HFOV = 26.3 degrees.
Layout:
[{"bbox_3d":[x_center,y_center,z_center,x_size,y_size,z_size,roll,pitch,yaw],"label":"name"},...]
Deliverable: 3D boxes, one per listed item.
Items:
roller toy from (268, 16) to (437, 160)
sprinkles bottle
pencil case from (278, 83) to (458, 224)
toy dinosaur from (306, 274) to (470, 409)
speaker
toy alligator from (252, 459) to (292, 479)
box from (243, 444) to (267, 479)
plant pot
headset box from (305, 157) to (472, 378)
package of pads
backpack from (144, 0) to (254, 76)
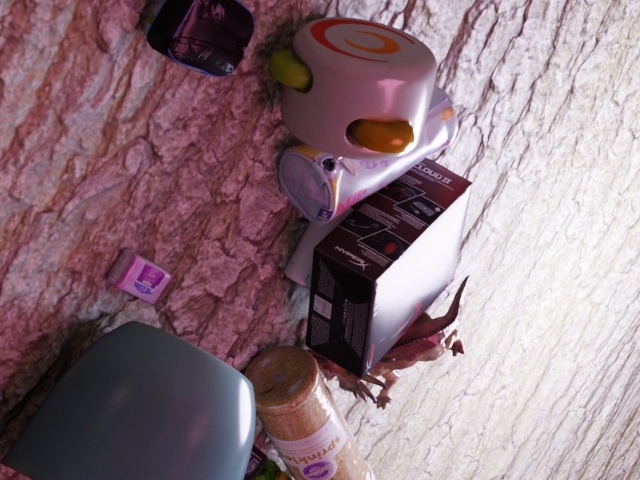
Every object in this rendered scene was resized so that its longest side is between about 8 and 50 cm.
[{"bbox_3d":[0.049,-0.191,1.776,0.191,0.209,0.146,-40,147,-56],"label":"roller toy"},{"bbox_3d":[-0.011,0.311,2.126,0.121,0.121,0.355,-44,138,-19],"label":"sprinkles bottle"},{"bbox_3d":[0.069,-0.130,1.914,0.273,0.113,0.124,-31,159,-33],"label":"pencil case"},{"bbox_3d":[0.124,0.163,2.127,0.295,0.127,0.200,-31,166,5],"label":"toy dinosaur"},{"bbox_3d":[0.000,0.000,1.983,0.055,0.055,0.136,19,100,-54],"label":"speaker"},{"bbox_3d":[-0.071,0.391,2.202,0.190,0.056,0.051,58,26,-59],"label":"toy alligator"},{"bbox_3d":[-0.214,0.341,1.980,0.216,0.060,0.270,-52,144,-9],"label":"box"},{"bbox_3d":[-0.216,0.245,1.728,0.235,0.293,0.293,-62,146,-14],"label":"plant pot"},{"bbox_3d":[0.110,0.027,2.032,0.293,0.110,0.218,-43,152,-37],"label":"headset box"},{"bbox_3d":[-0.234,0.046,1.759,0.050,0.032,0.083,-56,144,0],"label":"package of pads"},{"bbox_3d":[-0.140,-0.252,1.601,0.114,0.084,0.105,21,99,-49],"label":"backpack"}]
